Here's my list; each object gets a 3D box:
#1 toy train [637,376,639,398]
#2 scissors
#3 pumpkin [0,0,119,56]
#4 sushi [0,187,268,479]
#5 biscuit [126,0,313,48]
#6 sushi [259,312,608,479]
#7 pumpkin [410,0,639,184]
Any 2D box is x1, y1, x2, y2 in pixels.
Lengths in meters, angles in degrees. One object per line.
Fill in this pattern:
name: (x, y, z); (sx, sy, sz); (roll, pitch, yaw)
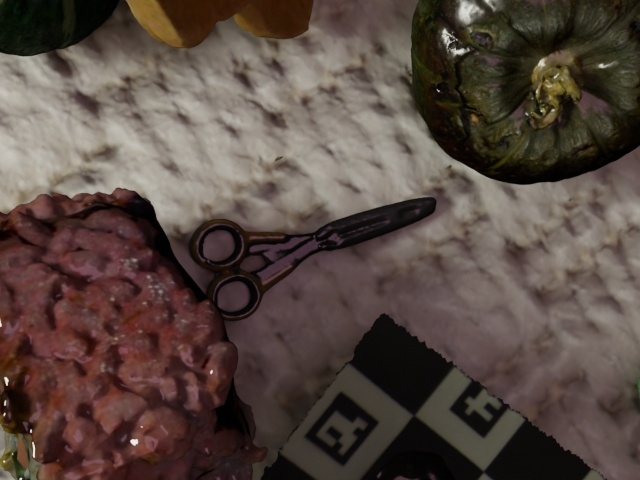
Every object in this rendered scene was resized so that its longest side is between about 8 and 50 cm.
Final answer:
toy train: (0.350, 0.159, 1.023); (0.099, 0.081, 0.149); (-44, 93, -10)
scissors: (0.000, 0.000, 0.968); (0.220, 0.017, 0.088); (-17, 93, -14)
pumpkin: (-0.234, -0.244, 0.841); (0.211, 0.152, 0.212); (-3, 97, -25)
sushi: (-0.162, 0.094, 0.824); (0.170, 0.236, 0.270); (-18, 61, -19)
biscuit: (-0.102, -0.300, 0.831); (0.269, 0.051, 0.376); (-60, 136, -31)
sushi: (0.023, 0.267, 0.934); (0.296, 0.100, 0.373); (38, 88, -25)
pumpkin: (0.187, -0.152, 0.909); (0.238, 0.159, 0.238); (-3, 132, -4)
